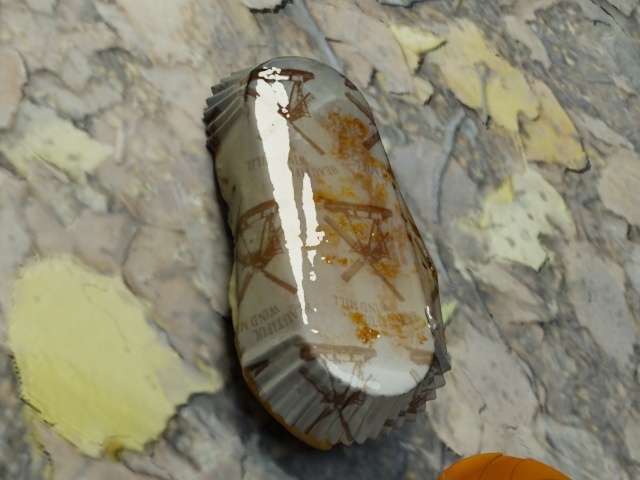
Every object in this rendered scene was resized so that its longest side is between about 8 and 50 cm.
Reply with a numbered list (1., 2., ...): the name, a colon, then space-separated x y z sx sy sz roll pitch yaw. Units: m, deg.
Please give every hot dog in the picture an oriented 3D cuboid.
1. hot dog: 0.000 0.000 1.047 0.131 0.069 0.253 5 55 -28

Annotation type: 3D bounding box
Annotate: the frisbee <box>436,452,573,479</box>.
1. frisbee: 0.131 0.204 1.038 0.192 0.035 0.192 24 47 -28
